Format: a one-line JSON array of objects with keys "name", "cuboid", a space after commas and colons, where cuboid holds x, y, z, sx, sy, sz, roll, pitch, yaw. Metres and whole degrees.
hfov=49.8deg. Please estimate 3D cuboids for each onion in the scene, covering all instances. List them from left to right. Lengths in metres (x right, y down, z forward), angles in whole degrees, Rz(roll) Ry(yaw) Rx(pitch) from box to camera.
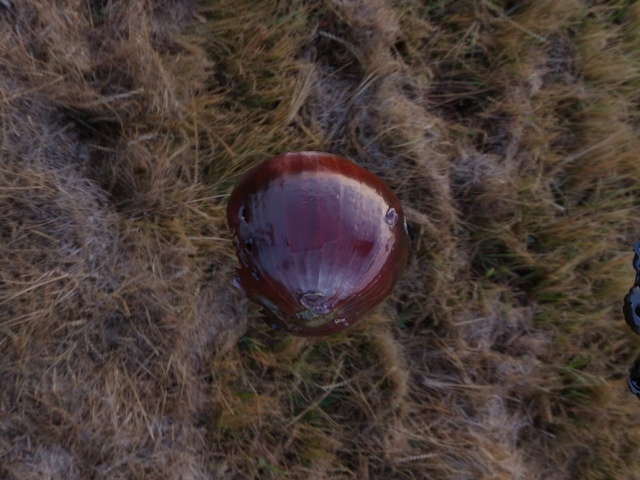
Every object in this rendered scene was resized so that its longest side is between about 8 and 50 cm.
[{"name": "onion", "cuboid": [-0.001, 0.004, 1.193, 0.341, 0.341, 0.342, -1, 92, -14]}]

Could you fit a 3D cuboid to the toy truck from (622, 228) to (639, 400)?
[{"name": "toy truck", "cuboid": [0.413, 0.089, 0.772, 0.113, 0.126, 0.208, 20, 66, -56]}]
